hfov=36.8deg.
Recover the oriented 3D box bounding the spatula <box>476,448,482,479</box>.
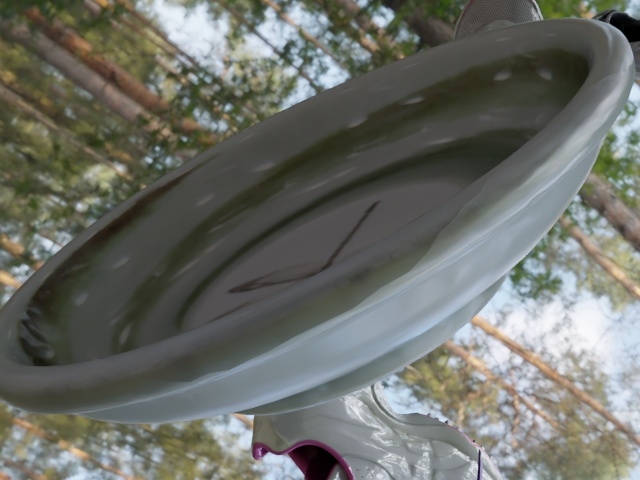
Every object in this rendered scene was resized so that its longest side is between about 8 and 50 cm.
[{"bbox_3d":[0.154,0.332,0.820,0.030,0.084,0.297,-12,-95,8],"label":"spatula"}]

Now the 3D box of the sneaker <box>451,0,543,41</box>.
[{"bbox_3d":[0.176,-0.138,0.903,0.111,0.102,0.252,85,5,-76],"label":"sneaker"}]

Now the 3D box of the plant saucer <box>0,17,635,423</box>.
[{"bbox_3d":[0.000,0.000,0.572,0.400,0.101,0.400,-24,-162,9],"label":"plant saucer"}]

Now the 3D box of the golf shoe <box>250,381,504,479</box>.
[{"bbox_3d":[0.056,0.226,0.973,0.115,0.306,0.140,-37,-157,52],"label":"golf shoe"}]

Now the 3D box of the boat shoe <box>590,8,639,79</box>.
[{"bbox_3d":[0.369,-0.247,1.180,0.079,0.081,0.227,-43,-146,-24],"label":"boat shoe"}]
